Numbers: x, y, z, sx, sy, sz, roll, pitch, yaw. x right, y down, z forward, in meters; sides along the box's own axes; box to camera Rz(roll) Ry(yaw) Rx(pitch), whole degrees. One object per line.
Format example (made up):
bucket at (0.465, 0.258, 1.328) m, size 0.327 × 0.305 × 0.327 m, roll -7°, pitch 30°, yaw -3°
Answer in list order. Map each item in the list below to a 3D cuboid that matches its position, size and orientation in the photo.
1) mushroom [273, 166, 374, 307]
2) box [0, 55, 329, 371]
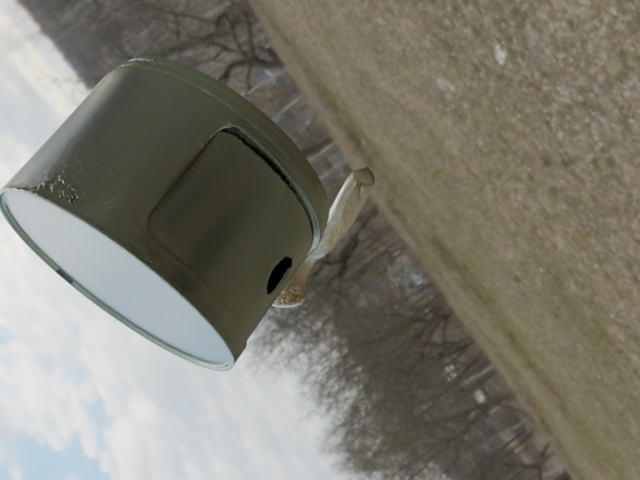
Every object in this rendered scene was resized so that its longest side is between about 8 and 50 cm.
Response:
mushroom at (0.001, -0.001, 0.932) m, size 0.054 × 0.202 × 0.059 m, roll 39°, pitch -168°, yaw 8°
box at (-0.123, -0.019, 0.646) m, size 0.226 × 0.149 × 0.226 m, roll 29°, pitch 157°, yaw 14°
